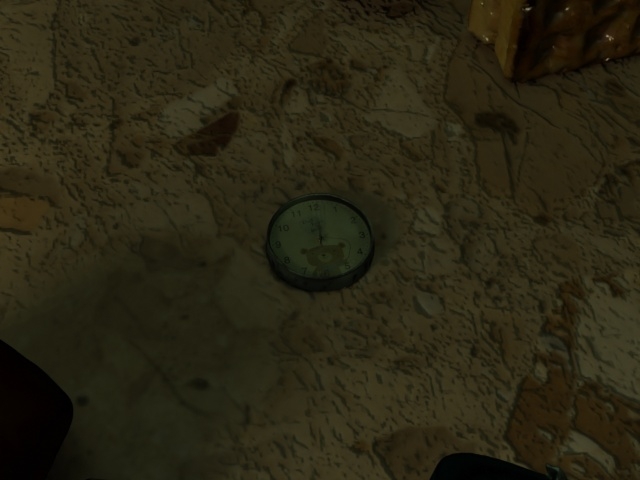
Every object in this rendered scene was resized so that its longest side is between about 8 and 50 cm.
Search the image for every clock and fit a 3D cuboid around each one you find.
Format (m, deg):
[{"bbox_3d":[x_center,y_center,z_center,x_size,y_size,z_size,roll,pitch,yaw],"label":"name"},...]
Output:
[{"bbox_3d":[0.000,0.000,0.822,0.085,0.017,0.085,1,54,-1],"label":"clock"}]

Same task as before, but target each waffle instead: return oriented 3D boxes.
[{"bbox_3d":[0.285,-0.258,0.902,0.308,0.212,0.091,-15,53,-12],"label":"waffle"}]

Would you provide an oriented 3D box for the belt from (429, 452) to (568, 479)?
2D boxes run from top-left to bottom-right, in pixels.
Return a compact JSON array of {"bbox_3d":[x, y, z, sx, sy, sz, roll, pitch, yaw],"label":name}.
[{"bbox_3d":[0.152,0.225,0.423,0.300,0.436,0.173,26,95,1],"label":"belt"}]

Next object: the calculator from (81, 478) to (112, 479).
[{"bbox_3d":[-0.136,0.198,0.670,0.166,0.024,0.103,8,54,6],"label":"calculator"}]

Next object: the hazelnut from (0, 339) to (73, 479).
[{"bbox_3d":[-0.244,0.119,0.633,0.208,0.208,0.208,1,54,-2],"label":"hazelnut"}]
